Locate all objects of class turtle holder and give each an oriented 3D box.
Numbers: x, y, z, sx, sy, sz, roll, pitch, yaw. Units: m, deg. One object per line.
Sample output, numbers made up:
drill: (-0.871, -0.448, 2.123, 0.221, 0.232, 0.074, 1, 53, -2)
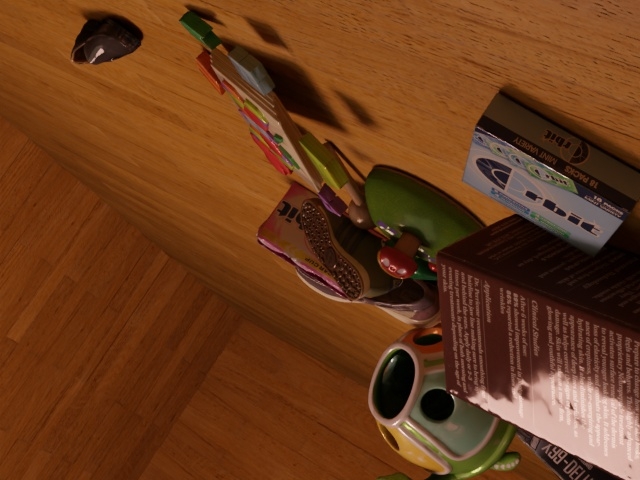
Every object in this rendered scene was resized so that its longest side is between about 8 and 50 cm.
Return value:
turtle holder: (0.187, 0.280, 2.041, 0.227, 0.320, 0.243, 16, -148, -35)

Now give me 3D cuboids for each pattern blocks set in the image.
pattern blocks set: (-0.065, -0.144, 1.495, 0.285, 0.026, 0.325, 39, 169, 47)

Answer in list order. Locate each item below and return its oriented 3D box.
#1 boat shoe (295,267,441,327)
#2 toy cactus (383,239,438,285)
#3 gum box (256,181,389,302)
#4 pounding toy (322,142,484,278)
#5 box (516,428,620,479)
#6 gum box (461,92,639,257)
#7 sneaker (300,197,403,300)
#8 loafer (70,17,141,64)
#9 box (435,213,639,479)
boat shoe: (0.075, 0.058, 2.031, 0.285, 0.102, 0.092, 23, 162, 29)
toy cactus: (0.161, 0.054, 1.766, 0.181, 0.112, 0.219, 27, 165, -25)
gum box: (0.000, 0.000, 1.938, 0.188, 0.107, 0.062, 32, 170, 6)
pounding toy: (0.094, -0.009, 1.590, 0.237, 0.110, 0.183, 26, 168, 35)
box: (0.473, 0.415, 2.258, 0.307, 0.076, 0.242, 45, -177, 9)
gum box: (0.216, -0.057, 1.168, 0.157, 0.041, 0.184, 32, 171, 10)
sneaker: (0.047, 0.010, 1.719, 0.086, 0.064, 0.192, -5, -138, -29)
loafer: (-0.298, -0.268, 1.706, 0.062, 0.061, 0.170, 39, 168, -25)
box: (0.301, 0.120, 1.270, 0.381, 0.143, 0.191, 25, 130, 47)
